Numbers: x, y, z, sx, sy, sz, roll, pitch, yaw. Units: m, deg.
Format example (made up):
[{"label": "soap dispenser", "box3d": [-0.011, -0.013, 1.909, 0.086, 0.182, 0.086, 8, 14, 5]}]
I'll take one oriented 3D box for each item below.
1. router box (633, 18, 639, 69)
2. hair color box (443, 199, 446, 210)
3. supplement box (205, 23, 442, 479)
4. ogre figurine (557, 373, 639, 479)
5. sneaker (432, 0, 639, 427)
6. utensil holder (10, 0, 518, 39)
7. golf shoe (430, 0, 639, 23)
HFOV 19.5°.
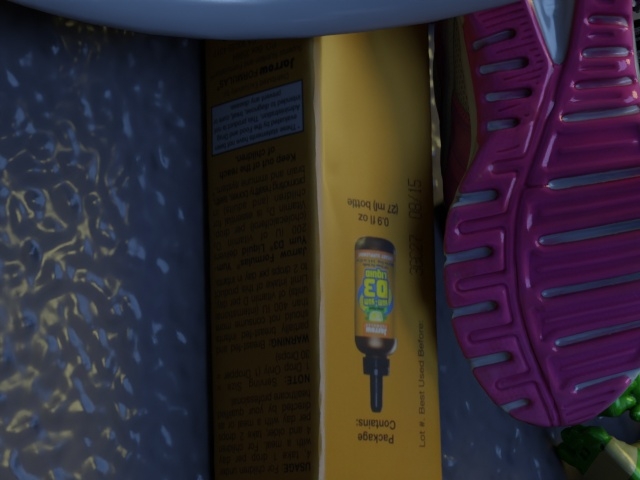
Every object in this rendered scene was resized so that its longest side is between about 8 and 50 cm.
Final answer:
[{"label": "router box", "box3d": [0.229, -0.091, 1.031, 0.122, 0.092, 0.038, 23, 67, -41]}, {"label": "hair color box", "box3d": [0.150, 0.001, 0.879, 0.053, 0.167, 0.093, -29, 104, -54]}, {"label": "supplement box", "box3d": [0.000, 0.000, 0.799, 0.078, 0.080, 0.233, 8, 75, -43]}, {"label": "ogre figurine", "box3d": [0.201, 0.119, 0.964, 0.118, 0.097, 0.197, -37, 98, -30]}, {"label": "sneaker", "box3d": [0.101, -0.046, 0.817, 0.111, 0.103, 0.252, 19, 71, -87]}, {"label": "utensil holder", "box3d": [-0.014, -0.309, 0.653, 0.327, 0.327, 0.385, 10, 67, -43]}, {"label": "golf shoe", "box3d": [0.105, -0.151, 0.937, 0.186, 0.067, 0.086, 0, 81, -45]}]
